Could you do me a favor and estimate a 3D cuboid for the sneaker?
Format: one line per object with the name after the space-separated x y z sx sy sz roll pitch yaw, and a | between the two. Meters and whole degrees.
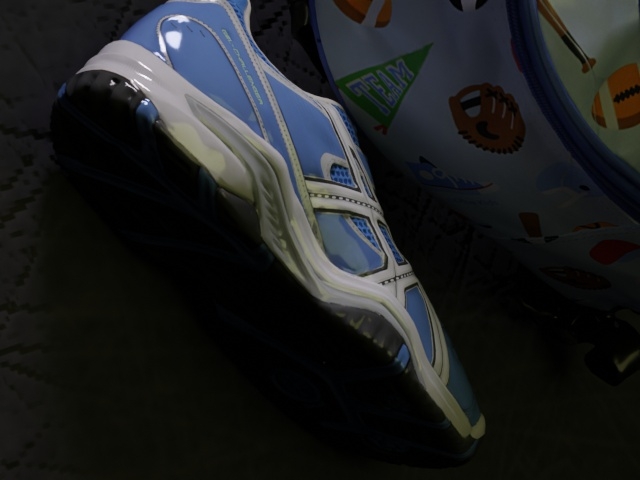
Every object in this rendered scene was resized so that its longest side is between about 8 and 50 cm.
0.000 0.000 0.625 0.211 0.080 0.081 53 51 -27 | sneaker

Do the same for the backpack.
0.123 -0.107 0.681 0.263 0.213 0.276 22 68 -41 | backpack
